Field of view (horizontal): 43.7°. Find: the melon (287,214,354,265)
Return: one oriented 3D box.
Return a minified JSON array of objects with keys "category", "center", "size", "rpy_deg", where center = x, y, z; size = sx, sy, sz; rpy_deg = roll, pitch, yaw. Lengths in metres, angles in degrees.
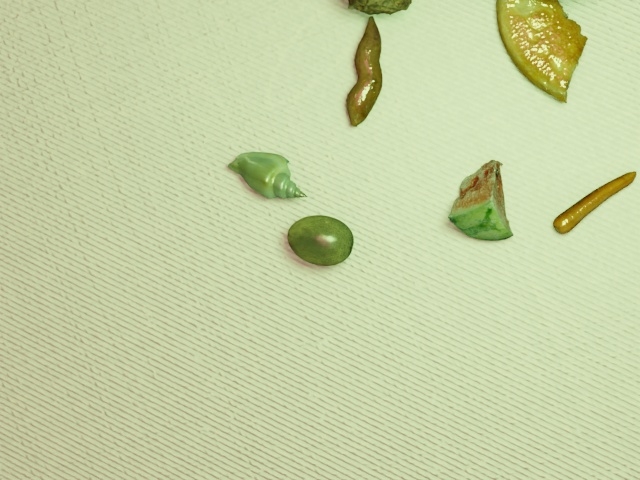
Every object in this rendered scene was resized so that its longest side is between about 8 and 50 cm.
[{"category":"melon","center":[0.000,0.000,1.537],"size":[0.130,0.098,0.098],"rpy_deg":[7,89,13]}]

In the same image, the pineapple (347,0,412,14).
[{"category":"pineapple","center":[0.109,-0.611,1.526],"size":[0.175,0.175,0.361],"rpy_deg":[0,73,6]}]

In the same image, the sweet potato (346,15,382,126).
[{"category":"sweet potato","center":[0.093,-0.329,1.559],"size":[0.065,0.051,0.218],"rpy_deg":[11,90,8]}]

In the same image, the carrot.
[{"category":"carrot","center":[0.523,-0.077,1.515],"size":[0.190,0.037,0.037],"rpy_deg":[-37,85,2]}]

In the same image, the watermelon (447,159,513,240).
[{"category":"watermelon","center":[0.296,-0.079,1.506],"size":[0.098,0.121,0.158],"rpy_deg":[-7,83,27]}]

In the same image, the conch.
[{"category":"conch","center":[-0.098,-0.129,1.567],"size":[0.180,0.065,0.088],"rpy_deg":[28,93,15]}]

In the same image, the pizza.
[{"category":"pizza","center":[0.418,-0.392,1.525],"size":[0.134,0.056,0.271],"rpy_deg":[-36,81,6]}]
